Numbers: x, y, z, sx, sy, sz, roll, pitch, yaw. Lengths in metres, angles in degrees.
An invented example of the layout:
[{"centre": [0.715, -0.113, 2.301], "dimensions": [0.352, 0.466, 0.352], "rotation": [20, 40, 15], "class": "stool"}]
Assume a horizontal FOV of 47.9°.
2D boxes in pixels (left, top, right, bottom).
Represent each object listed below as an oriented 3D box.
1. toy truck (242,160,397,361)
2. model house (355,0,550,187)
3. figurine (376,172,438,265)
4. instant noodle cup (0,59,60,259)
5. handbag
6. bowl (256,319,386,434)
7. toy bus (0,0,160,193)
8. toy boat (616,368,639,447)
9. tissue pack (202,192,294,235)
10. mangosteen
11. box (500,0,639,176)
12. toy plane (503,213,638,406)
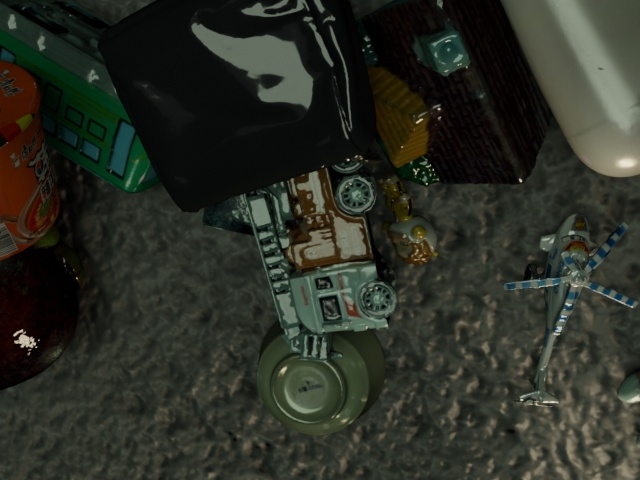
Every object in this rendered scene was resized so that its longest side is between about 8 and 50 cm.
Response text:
[{"centre": [0.000, 0.000, 1.004], "dimensions": [0.185, 0.133, 0.338], "rotation": [-11, 100, 7], "class": "toy truck"}, {"centre": [0.160, -0.178, 0.914], "dimensions": [0.230, 0.248, 0.280], "rotation": [-27, 111, 14], "class": "model house"}, {"centre": [0.124, -0.031, 1.069], "dimensions": [0.068, 0.101, 0.143], "rotation": [-31, 83, -18], "class": "figurine"}, {"centre": [-0.479, -0.099, 0.976], "dimensions": [0.251, 0.250, 0.192], "rotation": [9, 137, 10], "class": "instant noodle cup"}, {"centre": [-0.079, -0.192, 0.881], "dimensions": [0.302, 0.178, 0.275], "rotation": [-17, 106, 26], "class": "handbag"}, {"centre": [-0.009, 0.214, 1.120], "dimensions": [0.212, 0.112, 0.211], "rotation": [2, 101, 11], "class": "bowl"}, {"centre": [-0.345, -0.224, 1.088], "dimensions": [0.344, 0.183, 0.199], "rotation": [32, 117, 6], "class": "toy bus"}, {"centre": [0.541, 0.230, 0.999], "dimensions": [0.228, 0.085, 0.155], "rotation": [-20, 92, 27], "class": "toy boat"}, {"centre": [-0.069, -0.131, 1.092], "dimensions": [0.185, 0.081, 0.257], "rotation": [13, 101, 10], "class": "tissue pack"}, {"centre": [-0.511, 0.081, 1.118], "dimensions": [0.301, 0.300, 0.300], "rotation": [2, 99, 12], "class": "mangosteen"}, {"centre": [0.407, -0.278, 0.926], "dimensions": [0.289, 0.141, 0.349], "rotation": [-29, 91, 2], "class": "box"}, {"centre": [0.352, 0.098, 1.045], "dimensions": [0.182, 0.107, 0.273], "rotation": [-9, 108, 3], "class": "toy plane"}]
